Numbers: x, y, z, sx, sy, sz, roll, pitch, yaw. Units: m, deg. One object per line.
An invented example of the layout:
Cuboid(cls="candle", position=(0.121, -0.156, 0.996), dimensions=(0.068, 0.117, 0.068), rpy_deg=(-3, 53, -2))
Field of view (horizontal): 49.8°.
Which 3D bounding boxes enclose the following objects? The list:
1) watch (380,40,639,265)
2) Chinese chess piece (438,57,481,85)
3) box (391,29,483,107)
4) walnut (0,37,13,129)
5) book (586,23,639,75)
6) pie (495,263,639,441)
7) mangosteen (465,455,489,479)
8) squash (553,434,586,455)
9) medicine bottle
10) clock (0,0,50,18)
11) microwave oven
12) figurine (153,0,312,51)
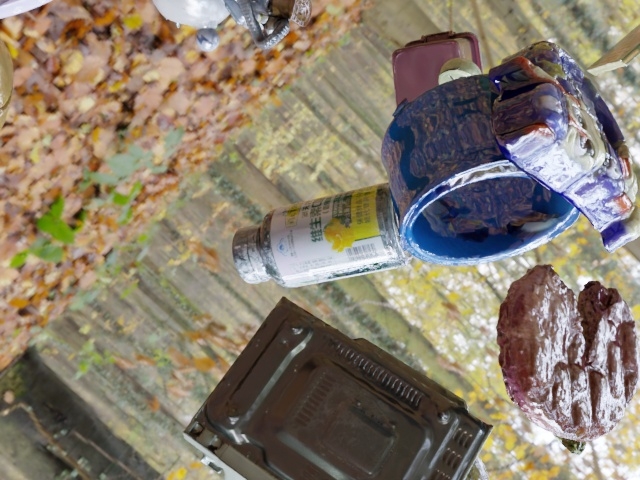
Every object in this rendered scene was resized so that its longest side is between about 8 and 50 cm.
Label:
Cuboid(cls="watch", position=(0.147, -0.062, 0.594), dimensions=(0.200, 0.196, 0.171), rpy_deg=(-33, -138, 36))
Cuboid(cls="Chinese chess piece", position=(0.268, -0.311, 1.325), dimensions=(0.084, 0.084, 0.034), rpy_deg=(-30, -146, 58))
Cuboid(cls="box", position=(0.271, -0.330, 1.595), dimensions=(0.193, 0.294, 0.167), rpy_deg=(-3, -167, 26))
Cuboid(cls="walnut", position=(-0.534, -0.239, 0.960), dimensions=(0.203, 0.203, 0.298), rpy_deg=(-48, 169, -13))
Cuboid(cls="book", position=(0.683, -0.441, 1.378), dimensions=(0.289, 0.026, 0.201), rpy_deg=(-41, -176, 8))
Cuboid(cls="pie", position=(0.293, 0.129, 0.816), dimensions=(0.054, 0.218, 0.205), rpy_deg=(-20, -135, 56))
Cuboid(cls="mangosteen", position=(0.216, 0.617, 1.542), dimensions=(0.381, 0.436, 0.382), rpy_deg=(-24, 179, 0))
Cuboid(cls="squash", position=(0.490, 0.347, 1.382), dimensions=(0.094, 0.094, 0.341), rpy_deg=(-45, 175, 8))
Cuboid(cls="medicine bottle", position=(0.000, 0.000, 1.159), dimensions=(0.293, 0.142, 0.141), rpy_deg=(-12, -156, 21))
Cuboid(cls="clock", position=(-0.396, -0.341, 0.844), dimensions=(0.198, 0.064, 0.172), rpy_deg=(-16, 170, -44))
Cuboid(cls="microwave oven", position=(0.022, 0.241, 0.833), dimensions=(0.238, 0.295, 0.181), rpy_deg=(-54, 161, -18))
Cuboid(cls="figurine", position=(-0.184, -0.506, 1.351), dimensions=(0.261, 0.381, 0.186), rpy_deg=(-71, 158, -4))
